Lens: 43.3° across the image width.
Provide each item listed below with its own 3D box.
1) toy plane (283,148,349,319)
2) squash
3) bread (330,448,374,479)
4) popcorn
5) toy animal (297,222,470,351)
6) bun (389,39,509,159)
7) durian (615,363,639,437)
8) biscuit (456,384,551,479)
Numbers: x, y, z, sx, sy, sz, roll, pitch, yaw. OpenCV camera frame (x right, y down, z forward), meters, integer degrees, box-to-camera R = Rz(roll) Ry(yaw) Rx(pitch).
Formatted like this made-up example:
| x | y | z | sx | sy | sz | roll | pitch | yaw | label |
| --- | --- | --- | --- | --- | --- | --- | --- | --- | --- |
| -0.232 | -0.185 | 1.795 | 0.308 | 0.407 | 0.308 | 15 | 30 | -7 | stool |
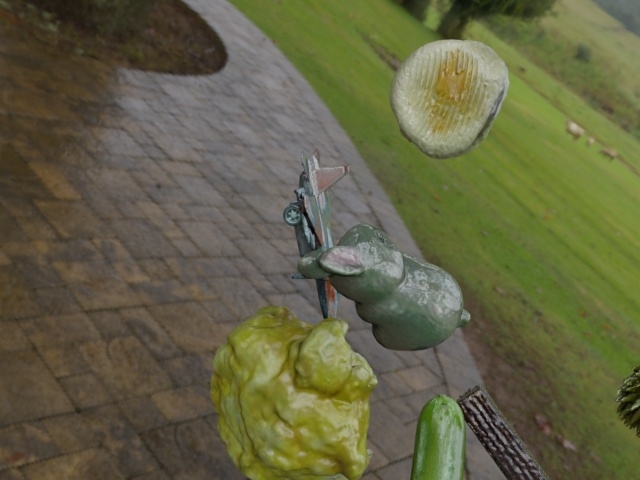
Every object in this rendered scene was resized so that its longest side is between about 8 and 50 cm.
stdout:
| x | y | z | sx | sy | sz | roll | pitch | yaw | label |
| --- | --- | --- | --- | --- | --- | --- | --- | --- | --- |
| -0.007 | 0.000 | 1.451 | 0.105 | 0.326 | 0.223 | 3 | 9 | 10 | toy plane |
| 0.202 | 0.466 | 1.448 | 0.102 | 0.378 | 0.101 | 9 | -4 | 1 | squash |
| 0.054 | 0.469 | 1.646 | 0.028 | 0.068 | 0.154 | 32 | 17 | 28 | bread |
| -0.062 | 0.280 | 1.478 | 0.334 | 0.292 | 0.293 | 2 | 45 | 33 | popcorn |
| 0.071 | 0.043 | 0.957 | 0.251 | 0.127 | 0.125 | 38 | 27 | -46 | toy animal |
| 0.261 | -0.281 | 1.623 | 0.244 | 0.243 | 0.153 | 35 | 16 | 7 | bun |
| 0.661 | 0.250 | 1.398 | 0.198 | 0.394 | 0.163 | -4 | 40 | -28 | durian |
| 0.425 | 0.483 | 1.707 | 0.388 | 0.073 | 0.107 | 54 | 7 | 11 | biscuit |
